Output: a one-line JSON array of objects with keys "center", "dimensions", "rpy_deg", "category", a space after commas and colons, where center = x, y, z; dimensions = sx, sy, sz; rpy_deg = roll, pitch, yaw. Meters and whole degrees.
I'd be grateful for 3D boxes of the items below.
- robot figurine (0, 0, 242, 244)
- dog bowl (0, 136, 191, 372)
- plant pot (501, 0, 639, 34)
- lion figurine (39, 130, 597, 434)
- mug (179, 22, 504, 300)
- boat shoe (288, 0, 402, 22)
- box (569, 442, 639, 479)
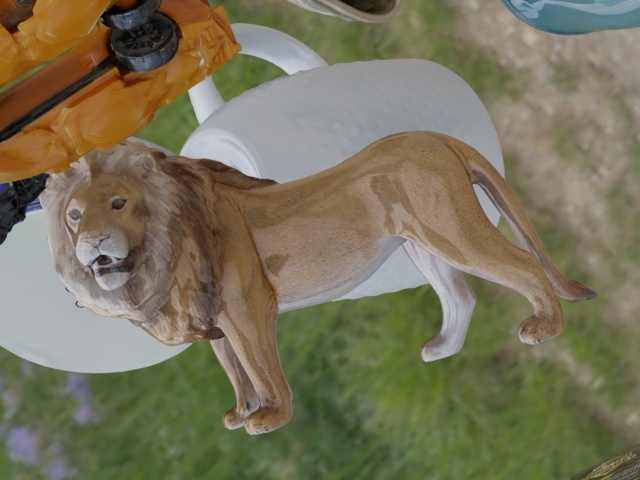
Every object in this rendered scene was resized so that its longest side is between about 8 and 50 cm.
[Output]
[{"center": [-0.195, -0.101, 1.097], "dimensions": [0.085, 0.291, 0.211], "rpy_deg": [48, 164, 37], "category": "robot figurine"}, {"center": [-0.233, 0.016, 1.826], "dimensions": [0.264, 0.104, 0.265], "rpy_deg": [0, 137, 0], "category": "dog bowl"}, {"center": [0.349, -0.356, 1.954], "dimensions": [0.272, 0.271, 0.255], "rpy_deg": [59, 161, -22], "category": "plant pot"}, {"center": [0.000, 0.000, 1.346], "dimensions": [0.142, 0.392, 0.240], "rpy_deg": [178, 75, -78], "category": "lion figurine"}, {"center": [-0.018, -0.103, 2.090], "dimensions": [0.276, 0.328, 0.374], "rpy_deg": [-49, 63, 40], "category": "mug"}, {"center": [-0.025, -0.254, 1.380], "dimensions": [0.098, 0.109, 0.302], "rpy_deg": [29, 175, 32], "category": "boat shoe"}, {"center": [0.353, 0.218, 1.593], "dimensions": [0.322, 0.257, 0.079], "rpy_deg": [-30, 91, 21], "category": "box"}]
